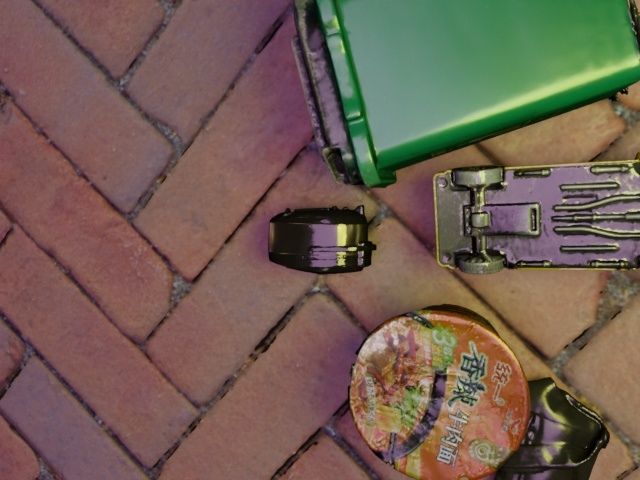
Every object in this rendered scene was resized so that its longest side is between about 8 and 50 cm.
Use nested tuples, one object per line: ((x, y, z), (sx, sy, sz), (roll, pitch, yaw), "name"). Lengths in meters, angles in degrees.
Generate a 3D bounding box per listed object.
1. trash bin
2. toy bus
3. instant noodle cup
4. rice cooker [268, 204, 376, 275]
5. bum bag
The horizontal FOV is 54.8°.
((0.171, -0.244, 0.785), (0.382, 0.259, 0.294), (-14, 92, 12), "trash bin")
((0.322, -0.037, 0.804), (0.331, 0.152, 0.144), (-1, 102, 20), "toy bus")
((0.171, 0.190, 0.861), (0.231, 0.182, 0.230), (2, 97, 18), "instant noodle cup")
((0.000, 0.000, 0.931), (0.166, 0.112, 0.106), (-6, 89, 18), "rice cooker")
((0.321, 0.358, 0.889), (0.142, 0.080, 0.325), (11, 100, 20), "bum bag")
